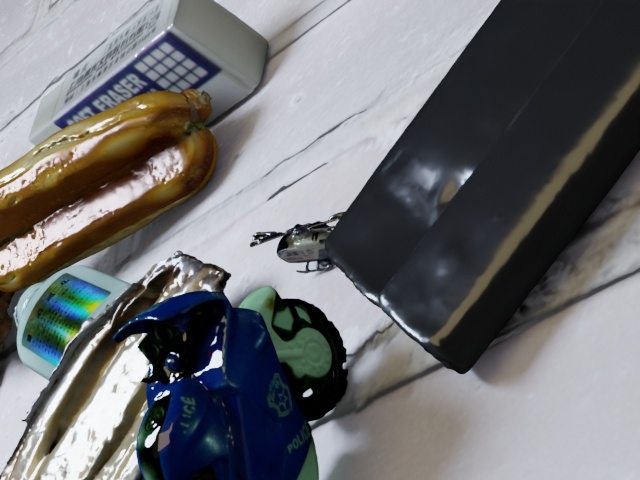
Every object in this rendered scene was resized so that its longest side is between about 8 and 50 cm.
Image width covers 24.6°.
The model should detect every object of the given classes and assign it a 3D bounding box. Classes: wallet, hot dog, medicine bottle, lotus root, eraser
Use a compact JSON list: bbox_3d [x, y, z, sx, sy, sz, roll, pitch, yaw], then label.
[{"bbox_3d":[0.168,-0.112,1.074,0.406,0.062,0.228,-54,29,6],"label":"wallet"},{"bbox_3d":[-0.243,-0.061,1.558,0.337,0.135,0.100,-29,19,20],"label":"hot dog"},{"bbox_3d":[-0.246,0.089,1.493,0.229,0.083,0.121,15,72,59],"label":"medicine bottle"},{"bbox_3d":[-0.178,0.162,1.337,0.167,0.078,0.329,36,91,38],"label":"lotus root"},{"bbox_3d":[-0.192,-0.162,1.613,0.279,0.124,0.081,-31,38,40],"label":"eraser"}]

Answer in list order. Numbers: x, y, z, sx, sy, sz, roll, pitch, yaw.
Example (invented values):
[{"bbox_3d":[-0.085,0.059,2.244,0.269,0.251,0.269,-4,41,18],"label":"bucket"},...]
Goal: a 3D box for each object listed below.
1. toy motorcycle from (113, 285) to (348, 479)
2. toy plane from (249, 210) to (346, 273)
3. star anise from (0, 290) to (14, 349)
[{"bbox_3d":[-0.076,0.165,1.043,0.125,0.196,0.331,-24,42,45],"label":"toy motorcycle"},{"bbox_3d":[0.000,0.000,1.241,0.120,0.049,0.031,-9,54,33],"label":"toy plane"},{"bbox_3d":[-0.419,0.077,1.746,0.292,0.109,0.349,-63,26,3],"label":"star anise"}]
